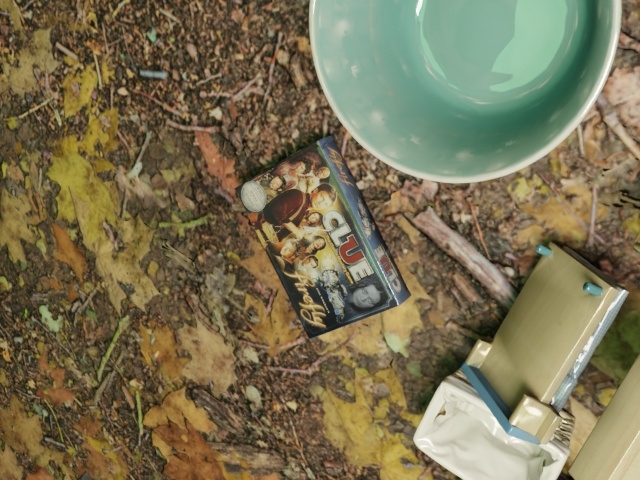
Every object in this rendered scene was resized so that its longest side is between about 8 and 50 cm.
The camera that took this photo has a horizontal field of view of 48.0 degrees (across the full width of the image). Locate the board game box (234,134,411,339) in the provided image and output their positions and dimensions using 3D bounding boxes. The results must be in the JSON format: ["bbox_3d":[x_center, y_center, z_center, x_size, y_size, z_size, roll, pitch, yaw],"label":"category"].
[{"bbox_3d":[0.000,0.000,0.996,0.165,0.042,0.243,-26,91,35],"label":"board game box"}]

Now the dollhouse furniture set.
[{"bbox_3d":[0.338,0.108,0.760,0.198,0.303,0.286,21,104,-19],"label":"dollhouse furniture set"}]

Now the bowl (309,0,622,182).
[{"bbox_3d":[0.161,-0.226,0.748,0.311,0.163,0.312,10,110,29],"label":"bowl"}]

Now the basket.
[{"bbox_3d":[0.221,0.238,0.901,0.167,0.103,0.113,30,119,20],"label":"basket"}]
